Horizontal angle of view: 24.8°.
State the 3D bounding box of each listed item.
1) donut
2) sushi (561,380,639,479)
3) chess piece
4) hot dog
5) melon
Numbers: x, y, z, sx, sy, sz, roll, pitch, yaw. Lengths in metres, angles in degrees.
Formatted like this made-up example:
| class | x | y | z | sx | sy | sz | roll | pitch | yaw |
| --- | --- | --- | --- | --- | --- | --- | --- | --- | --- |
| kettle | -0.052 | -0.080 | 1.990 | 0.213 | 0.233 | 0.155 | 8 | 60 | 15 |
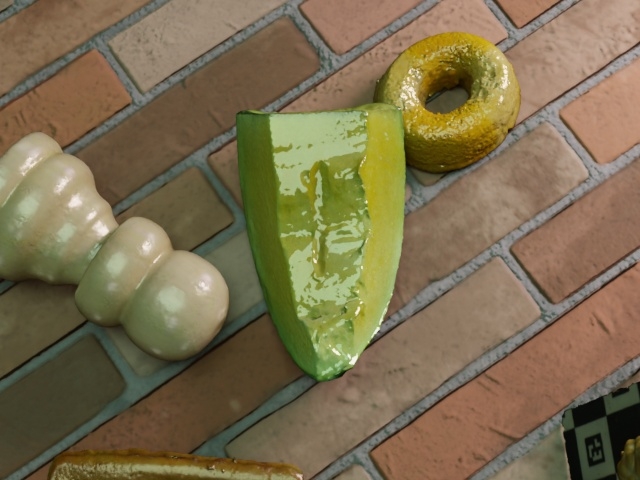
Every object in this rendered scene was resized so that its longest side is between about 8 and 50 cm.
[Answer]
| class | x | y | z | sx | sy | sz | roll | pitch | yaw |
| --- | --- | --- | --- | --- | --- | --- | --- | --- | --- |
| donut | 0.150 | -0.171 | 1.705 | 0.178 | 0.065 | 0.162 | -42 | 74 | -9 |
| sushi | 0.324 | 0.305 | 1.403 | 0.064 | 0.343 | 0.359 | 1 | 71 | -24 |
| chess piece | -0.242 | 0.024 | 1.627 | 0.300 | 0.167 | 0.167 | 33 | 77 | 8 |
| hot dog | -0.154 | 0.272 | 1.585 | 0.286 | 0.061 | 0.087 | 7 | 76 | 4 |
| melon | 0.000 | 0.000 | 1.634 | 0.196 | 0.124 | 0.323 | -4 | 81 | 9 |
